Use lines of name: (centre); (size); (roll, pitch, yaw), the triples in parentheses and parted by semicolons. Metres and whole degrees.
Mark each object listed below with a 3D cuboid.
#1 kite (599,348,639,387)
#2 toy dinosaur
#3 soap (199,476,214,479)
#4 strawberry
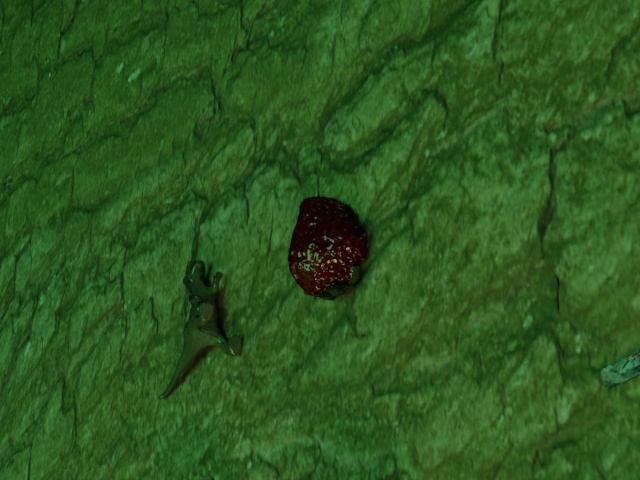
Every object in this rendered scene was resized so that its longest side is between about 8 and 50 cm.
kite: (0.408, 0.076, 0.971); (0.314, 0.011, 0.335); (-43, 49, 33)
toy dinosaur: (-0.207, 0.160, 1.646); (0.200, 0.072, 0.251); (4, 94, 60)
soap: (-0.176, 0.510, 1.428); (0.173, 0.089, 0.274); (-40, 41, 22)
strawberry: (0.000, 0.000, 1.435); (0.146, 0.082, 0.187); (-37, 48, 29)
